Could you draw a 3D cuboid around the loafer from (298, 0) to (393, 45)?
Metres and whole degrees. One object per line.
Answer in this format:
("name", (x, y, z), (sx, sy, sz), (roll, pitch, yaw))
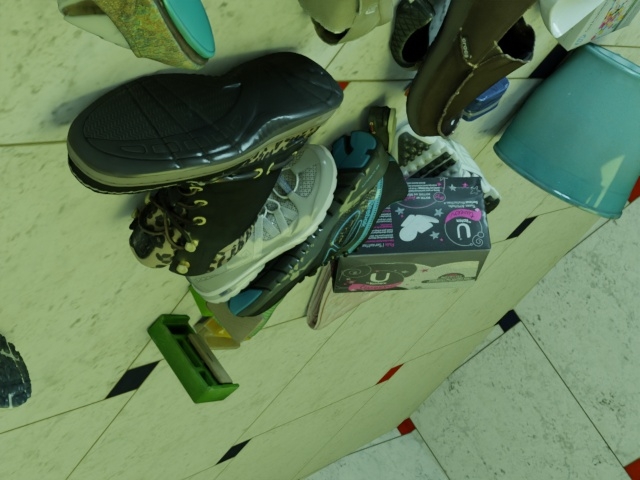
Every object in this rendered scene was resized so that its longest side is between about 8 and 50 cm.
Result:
("loafer", (0.021, -0.280, 1.218), (0.092, 0.102, 0.268), (-45, 162, -2))

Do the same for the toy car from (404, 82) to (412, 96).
("toy car", (0.185, -0.251, 1.695), (0.122, 0.040, 0.060), (-46, 161, 20))

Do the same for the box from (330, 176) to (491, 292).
("box", (0.141, -0.005, 1.861), (0.247, 0.142, 0.163), (-1, 154, -4))

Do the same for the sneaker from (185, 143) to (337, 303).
("sneaker", (-0.089, -0.031, 1.589), (0.281, 0.105, 0.115), (-48, 143, 0))

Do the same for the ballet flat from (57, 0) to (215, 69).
("ballet flat", (-0.187, -0.233, 0.944), (0.123, 0.123, 0.348), (-39, 162, -1))

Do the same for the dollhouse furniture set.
("dollhouse furniture set", (-0.113, 0.146, 1.880), (0.197, 0.151, 0.301), (-44, 161, 14))

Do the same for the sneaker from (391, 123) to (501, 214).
("sneaker", (0.201, -0.133, 1.919), (0.110, 0.118, 0.292), (-29, 146, 20))

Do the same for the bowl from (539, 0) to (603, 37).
("bowl", (0.397, -0.395, 1.746), (0.142, 0.053, 0.142), (-41, 163, 3))

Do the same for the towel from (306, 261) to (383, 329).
("towel", (0.131, 0.028, 2.234), (0.331, 0.053, 0.317), (-29, 160, -25))

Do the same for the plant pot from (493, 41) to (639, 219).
("plant pot", (0.499, -0.218, 2.067), (0.271, 0.271, 0.255), (-6, 128, -59))

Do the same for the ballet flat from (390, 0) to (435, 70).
("ballet flat", (0.128, -0.272, 1.522), (0.057, 0.049, 0.173), (-36, 161, -8))

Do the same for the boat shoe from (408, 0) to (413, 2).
("boat shoe", (0.104, -0.328, 1.240), (0.079, 0.095, 0.254), (-44, 171, 5))

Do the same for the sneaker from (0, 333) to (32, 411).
("sneaker", (-0.484, 0.184, 1.385), (0.122, 0.110, 0.283), (-28, 166, 27))

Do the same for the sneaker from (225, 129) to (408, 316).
("sneaker", (0.000, 0.000, 1.691), (0.341, 0.125, 0.139), (-46, 134, 2))

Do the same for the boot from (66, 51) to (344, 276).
("boot", (-0.161, -0.068, 1.328), (0.377, 0.138, 0.284), (-28, 160, -45))

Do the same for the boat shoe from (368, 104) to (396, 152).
("boat shoe", (0.095, -0.172, 1.713), (0.133, 0.042, 0.049), (68, 31, -74))

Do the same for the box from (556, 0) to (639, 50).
("box", (0.506, -0.413, 1.938), (0.186, 0.038, 0.145), (-24, 156, -36))

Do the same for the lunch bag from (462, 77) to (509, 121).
("lunch bag", (0.253, -0.240, 1.810), (0.098, 0.067, 0.065), (-29, 159, -32))

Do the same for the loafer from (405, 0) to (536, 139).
("loafer", (0.220, -0.258, 1.533), (0.134, 0.130, 0.366), (-54, 170, -36))
